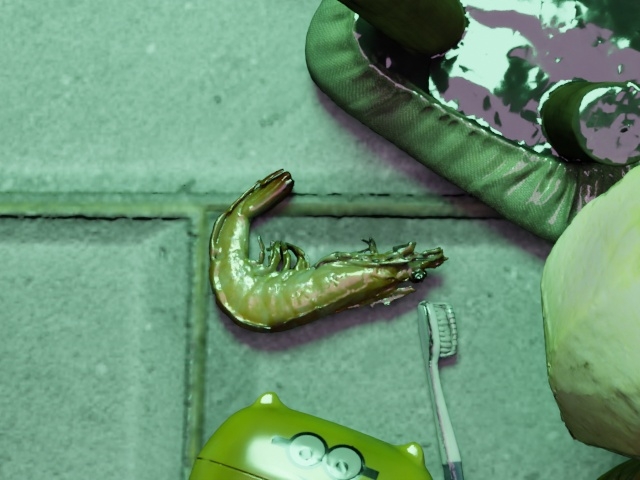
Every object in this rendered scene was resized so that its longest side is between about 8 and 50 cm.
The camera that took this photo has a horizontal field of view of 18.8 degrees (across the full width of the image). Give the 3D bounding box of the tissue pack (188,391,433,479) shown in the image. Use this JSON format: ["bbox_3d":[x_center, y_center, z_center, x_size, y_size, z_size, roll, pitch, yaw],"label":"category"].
[{"bbox_3d":[-0.003,0.190,1.376,0.178,0.123,0.127,19,75,10],"label":"tissue pack"}]

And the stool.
[{"bbox_3d":[0.165,-0.192,1.378,0.310,0.226,0.310,32,84,12],"label":"stool"}]

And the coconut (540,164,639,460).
[{"bbox_3d":[0.267,0.047,1.261,0.259,0.259,0.259,-1,80,6],"label":"coconut"}]

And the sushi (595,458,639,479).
[{"bbox_3d":[0.213,0.291,1.349,0.131,0.139,0.291,6,81,-13],"label":"sushi"}]

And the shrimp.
[{"bbox_3d":[0.000,0.000,1.459,0.178,0.034,0.124,-17,72,7],"label":"shrimp"}]

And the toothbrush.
[{"bbox_3d":[0.100,0.185,1.419,0.026,0.024,0.288,-4,78,-9],"label":"toothbrush"}]
